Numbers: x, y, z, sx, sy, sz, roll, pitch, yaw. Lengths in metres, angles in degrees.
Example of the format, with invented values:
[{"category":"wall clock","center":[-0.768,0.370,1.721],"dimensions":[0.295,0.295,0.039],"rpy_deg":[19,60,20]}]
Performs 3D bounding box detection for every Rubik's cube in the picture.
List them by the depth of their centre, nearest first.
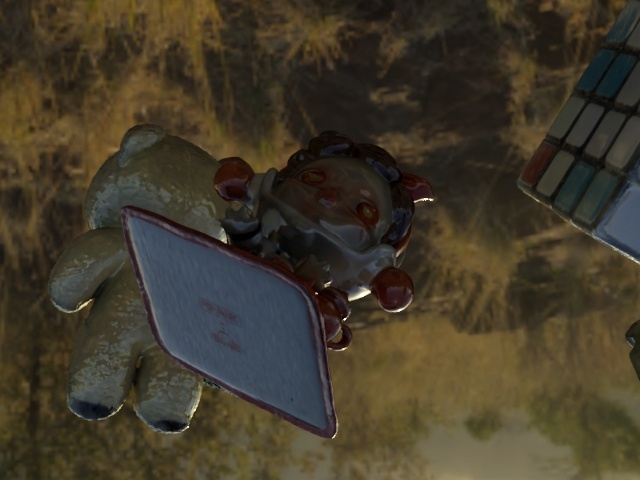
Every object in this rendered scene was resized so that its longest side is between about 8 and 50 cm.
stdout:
[{"category":"Rubik's cube","center":[0.402,-0.083,1.173],"dimensions":[0.253,0.259,0.256],"rpy_deg":[27,-173,-13]}]

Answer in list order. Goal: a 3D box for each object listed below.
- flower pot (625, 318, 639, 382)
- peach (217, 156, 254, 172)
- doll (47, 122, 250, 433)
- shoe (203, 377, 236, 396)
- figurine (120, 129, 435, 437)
[{"category":"flower pot","center":[0.522,0.118,1.342],"dimensions":[0.259,0.290,0.290],"rpy_deg":[-34,149,26]},{"category":"peach","center":[-0.138,-0.091,1.746],"dimensions":[0.083,0.083,0.083],"rpy_deg":[-5,161,-2]},{"category":"doll","center":[-0.169,0.041,1.069],"dimensions":[0.149,0.278,0.175],"rpy_deg":[-4,158,36]},{"category":"shoe","center":[-0.108,0.115,1.377],"dimensions":[0.262,0.128,0.140],"rpy_deg":[0,144,45]},{"category":"figurine","center":[0.000,0.000,0.863],"dimensions":[0.183,0.226,0.160],"rpy_deg":[22,137,31]}]
